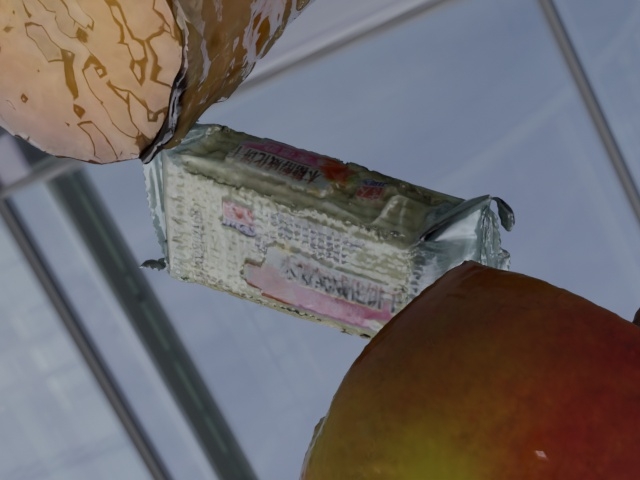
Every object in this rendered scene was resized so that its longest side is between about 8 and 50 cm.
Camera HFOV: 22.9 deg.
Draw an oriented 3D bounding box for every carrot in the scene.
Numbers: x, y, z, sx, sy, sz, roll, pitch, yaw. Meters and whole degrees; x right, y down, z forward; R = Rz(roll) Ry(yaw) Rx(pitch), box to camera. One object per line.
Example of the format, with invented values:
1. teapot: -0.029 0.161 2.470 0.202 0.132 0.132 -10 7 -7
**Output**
1. carrot: -0.016 -0.113 0.512 0.102 0.102 0.263 -15 -162 38

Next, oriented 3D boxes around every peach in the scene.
1. peach: 0.147 0.217 0.990 0.306 0.380 0.242 -50 165 -6

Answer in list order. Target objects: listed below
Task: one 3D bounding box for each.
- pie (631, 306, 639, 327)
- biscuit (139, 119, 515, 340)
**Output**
1. pie: 0.353 0.084 1.499 0.154 0.036 0.154 -36 -152 23
2. biscuit: 0.000 -0.003 1.247 0.309 0.186 0.079 20 -134 17
